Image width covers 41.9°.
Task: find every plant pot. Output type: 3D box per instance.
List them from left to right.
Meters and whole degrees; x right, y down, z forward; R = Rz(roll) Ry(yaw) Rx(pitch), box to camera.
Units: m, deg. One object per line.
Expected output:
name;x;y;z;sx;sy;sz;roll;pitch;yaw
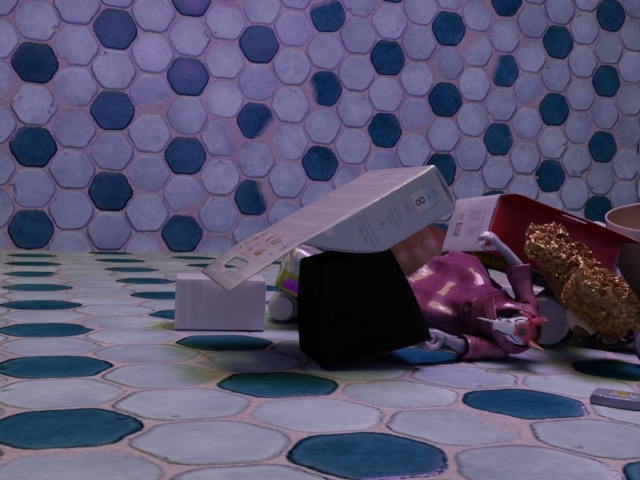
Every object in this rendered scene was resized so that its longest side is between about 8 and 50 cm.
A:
plant pot;0.055;0.099;1.413;0.187;0.167;0.188;-15;8;-13
plant pot;0.254;0.099;1.898;0.215;0.216;0.230;2;18;-10
plant pot;0.767;0.038;1.812;0.284;0.191;0.284;-5;14;1

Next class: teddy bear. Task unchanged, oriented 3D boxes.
teddy bear;0.458;0.081;1.508;0.113;0.245;0.338;-33;35;6

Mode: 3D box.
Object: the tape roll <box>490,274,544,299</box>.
tape roll;0.606;0.146;2.220;0.391;0.072;0.392;2;4;0

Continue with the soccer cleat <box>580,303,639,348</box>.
soccer cleat;0.662;0.168;1.592;0.318;0.109;0.116;1;2;37

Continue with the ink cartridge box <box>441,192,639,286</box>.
ink cartridge box;0.460;0.013;1.762;0.309;0.130;0.272;19;-6;-15

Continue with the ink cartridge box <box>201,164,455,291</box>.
ink cartridge box;0.000;0.000;1.423;0.385;0.091;0.308;-31;12;-12

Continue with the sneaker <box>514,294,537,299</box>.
sneaker;0.525;0.148;1.857;0.211;0.080;0.081;2;-28;28

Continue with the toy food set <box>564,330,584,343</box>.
toy food set;0.475;0.181;1.770;0.192;0.039;0.132;4;4;30

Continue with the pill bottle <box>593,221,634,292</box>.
pill bottle;0.785;0.070;2.020;0.318;0.176;0.176;21;1;-6

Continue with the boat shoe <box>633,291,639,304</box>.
boat shoe;0.677;0.167;1.922;0.335;0.096;0.112;-1;15;15

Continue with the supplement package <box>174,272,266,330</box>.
supplement package;-0.203;0.123;1.690;0.179;0.105;0.105;2;2;-8

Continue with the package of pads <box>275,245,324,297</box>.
package of pads;0.019;0.094;1.818;0.229;0.101;0.296;27;3;1

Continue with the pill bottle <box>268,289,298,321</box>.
pill bottle;-0.079;0.140;1.819;0.067;0.067;0.120;3;3;3

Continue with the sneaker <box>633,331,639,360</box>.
sneaker;0.673;0.174;1.373;0.152;0.114;0.305;0;4;-26

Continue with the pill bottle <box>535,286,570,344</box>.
pill bottle;0.468;0.141;1.668;0.094;0.094;0.169;4;12;28

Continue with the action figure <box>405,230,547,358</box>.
action figure;0.297;0.148;1.535;0.276;0.248;0.370;45;-7;-27

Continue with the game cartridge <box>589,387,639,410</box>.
game cartridge;0.426;0.225;1.179;0.083;0.017;0.056;4;7;26
